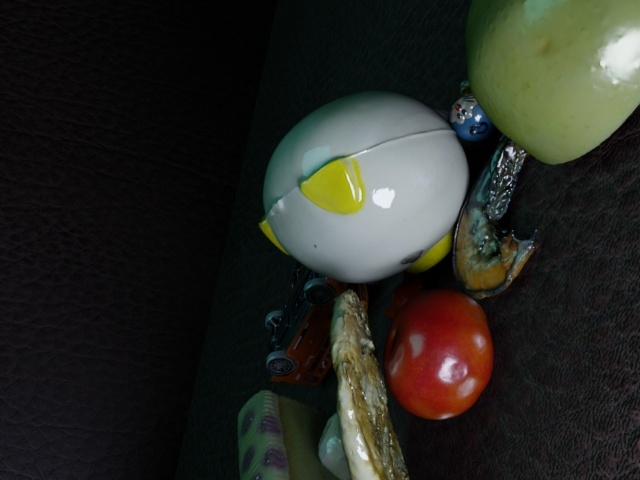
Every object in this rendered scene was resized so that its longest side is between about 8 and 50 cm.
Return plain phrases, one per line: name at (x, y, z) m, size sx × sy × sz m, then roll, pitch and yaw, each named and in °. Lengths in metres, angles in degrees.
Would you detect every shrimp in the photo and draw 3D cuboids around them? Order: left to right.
shrimp at (0.270, -0.048, 1.446) m, size 0.222 × 0.054 × 0.290 m, roll -133°, pitch 62°, yaw -73°

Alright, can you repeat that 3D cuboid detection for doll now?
doll at (0.155, 0.106, 1.677) m, size 0.169 × 0.057 × 0.109 m, roll -125°, pitch 56°, yaw -72°
doll at (0.255, -0.219, 1.630) m, size 0.114 × 0.085 × 0.152 m, roll -38°, pitch 25°, yaw 38°

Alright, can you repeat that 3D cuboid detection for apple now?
apple at (0.338, -0.284, 1.301) m, size 0.312 × 0.320 × 0.360 m, roll 54°, pitch 139°, yaw 14°

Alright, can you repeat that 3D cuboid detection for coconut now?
coconut at (0.047, 0.359, 1.705) m, size 0.110 × 0.110 × 0.124 m, roll 131°, pitch 158°, yaw -56°

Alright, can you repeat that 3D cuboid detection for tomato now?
tomato at (0.165, 0.162, 1.437) m, size 0.195 × 0.136 × 0.195 m, roll -164°, pitch 90°, yaw -75°

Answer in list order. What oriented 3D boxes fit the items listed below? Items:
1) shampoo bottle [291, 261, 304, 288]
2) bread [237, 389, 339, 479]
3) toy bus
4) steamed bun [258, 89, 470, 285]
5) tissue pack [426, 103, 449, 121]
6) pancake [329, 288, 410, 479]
shampoo bottle at (0.000, 0.000, 2.316) m, size 0.284 × 0.071 × 0.153 m, roll 119°, pitch 158°, yaw -45°
bread at (-0.061, 0.434, 1.845) m, size 0.155 × 0.187 × 0.338 m, roll -61°, pitch 19°, yaw 21°
toy bus at (-0.005, 0.147, 2.020) m, size 0.143 × 0.153 × 0.329 m, roll -94°, pitch 24°, yaw -49°
steamed bun at (0.073, -0.086, 1.645) m, size 0.374 × 0.333 × 0.334 m, roll 137°, pitch 146°, yaw -62°
tissue pack at (0.168, -0.187, 1.844) m, size 0.060 × 0.108 × 0.148 m, roll -146°, pitch 73°, yaw -76°
pancake at (0.072, 0.243, 1.460) m, size 0.356 × 0.065 × 0.356 m, roll -13°, pitch -90°, yaw -83°
